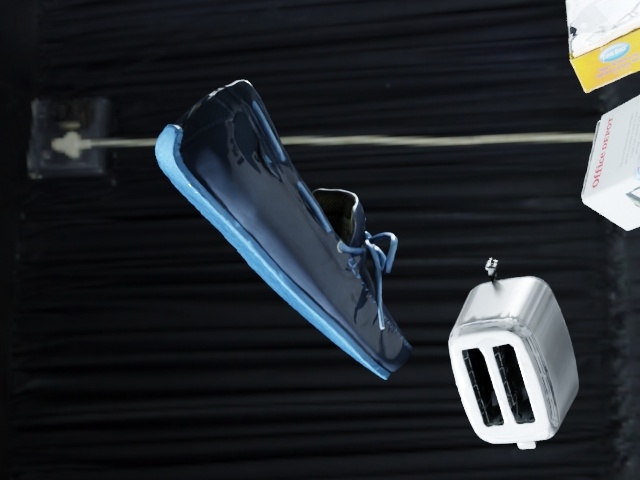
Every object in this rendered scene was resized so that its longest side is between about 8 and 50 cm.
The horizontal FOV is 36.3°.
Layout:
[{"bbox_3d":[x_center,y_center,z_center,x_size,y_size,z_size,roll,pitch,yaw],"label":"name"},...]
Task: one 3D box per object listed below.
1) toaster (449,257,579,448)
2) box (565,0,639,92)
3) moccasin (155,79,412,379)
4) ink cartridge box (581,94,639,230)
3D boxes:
[{"bbox_3d":[0.243,0.148,1.239,0.146,0.129,0.227,-45,-59,-59],"label":"toaster"},{"bbox_3d":[0.203,-0.149,0.634,0.028,0.081,0.136,56,-154,-24],"label":"box"},{"bbox_3d":[0.000,0.000,0.889,0.117,0.137,0.342,-47,-53,-9],"label":"moccasin"},{"bbox_3d":[0.373,-0.102,1.033,0.175,0.072,0.127,-31,34,57],"label":"ink cartridge box"}]
